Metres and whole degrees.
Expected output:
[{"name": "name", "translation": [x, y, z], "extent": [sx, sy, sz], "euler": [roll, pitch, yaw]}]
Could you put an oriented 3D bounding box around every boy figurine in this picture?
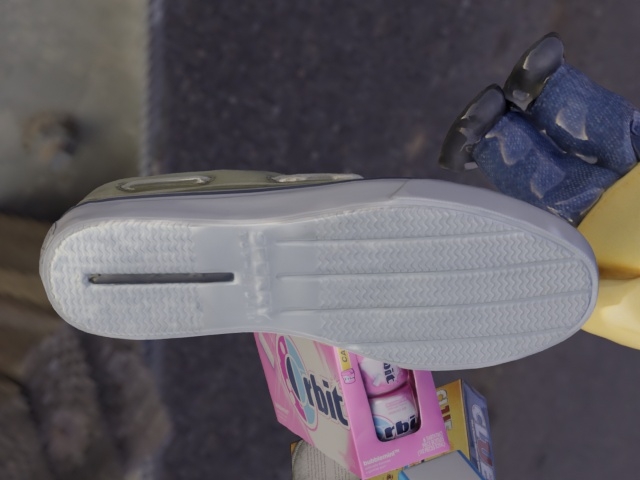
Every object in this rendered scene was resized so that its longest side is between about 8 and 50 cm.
[{"name": "boy figurine", "translation": [0.212, -0.002, 1.176], "extent": [0.177, 0.285, 0.092], "euler": [-44, 168, -24]}]

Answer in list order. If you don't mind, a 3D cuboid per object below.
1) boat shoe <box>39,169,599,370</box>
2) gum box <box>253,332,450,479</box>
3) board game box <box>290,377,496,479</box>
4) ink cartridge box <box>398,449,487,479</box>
[{"name": "boat shoe", "translation": [0.000, 0.000, 1.091], "extent": [0.094, 0.302, 0.109], "euler": [-83, 177, -60]}, {"name": "gum box", "translation": [0.014, 0.077, 1.279], "extent": [0.062, 0.188, 0.107], "euler": [-18, 102, -16]}, {"name": "board game box", "translation": [0.060, 0.241, 1.525], "extent": [0.042, 0.165, 0.243], "euler": [41, 35, -44]}, {"name": "ink cartridge box", "translation": [0.093, 0.217, 1.340], "extent": [0.052, 0.088, 0.122], "euler": [-17, 131, -23]}]
